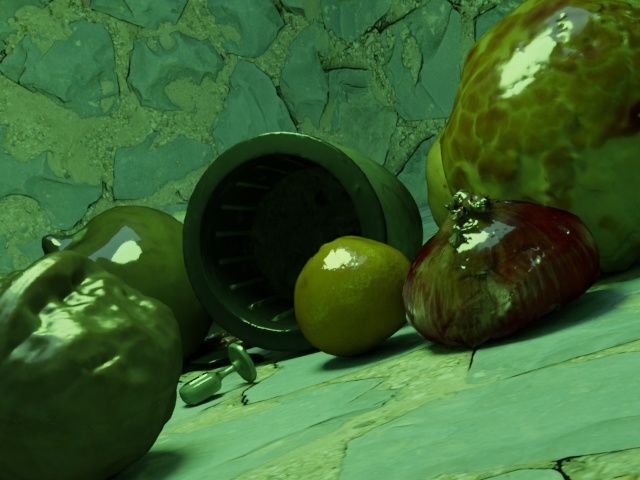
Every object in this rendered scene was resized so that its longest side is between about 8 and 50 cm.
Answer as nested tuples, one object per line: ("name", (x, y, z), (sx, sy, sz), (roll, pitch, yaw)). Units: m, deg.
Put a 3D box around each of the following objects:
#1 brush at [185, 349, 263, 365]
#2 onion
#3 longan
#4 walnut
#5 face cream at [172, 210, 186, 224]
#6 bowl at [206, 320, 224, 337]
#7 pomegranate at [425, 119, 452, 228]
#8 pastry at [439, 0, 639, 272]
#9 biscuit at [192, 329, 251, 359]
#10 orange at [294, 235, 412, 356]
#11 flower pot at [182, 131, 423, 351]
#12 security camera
("brush", (-0.132, 0.170, 1.720), (0.063, 0.016, 0.193), (-20, 3, -29))
("onion", (0.186, 0.018, 1.315), (0.230, 0.163, 0.230), (-30, 7, 4))
("longan", (-0.307, 0.087, 1.834), (0.300, 0.300, 0.243), (-18, -23, -15))
("walnut", (-0.269, 0.134, 1.155), (0.227, 0.273, 0.273), (-56, -15, 25))
("face cream", (-0.149, -0.024, 2.112), (0.224, 0.070, 0.114), (-3, 11, 11))
("bowl", (-0.210, 0.096, 2.114), (0.307, 0.163, 0.307), (-17, 3, 1))
("pomegranate", (0.313, -0.102, 1.891), (0.307, 0.307, 0.307), (-17, 3, 1))
("pastry", (0.325, -0.151, 1.505), (0.388, 0.312, 0.388), (-32, 23, 15))
("biscuit", (-0.122, 0.151, 1.913), (0.188, 0.027, 0.188), (-17, 2, 1))
("orange", (0.040, 0.063, 1.431), (0.159, 0.136, 0.159), (-37, -5, -4))
("flower pot", (0.000, 0.000, 1.724), (0.294, 0.293, 0.330), (-16, -5, 19))
("security camera", (-0.131, 0.170, 1.468), (0.092, 0.058, 0.058), (-28, 7, -26))
